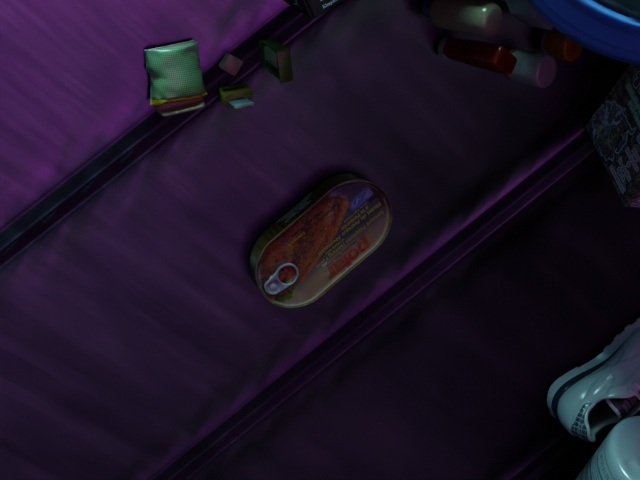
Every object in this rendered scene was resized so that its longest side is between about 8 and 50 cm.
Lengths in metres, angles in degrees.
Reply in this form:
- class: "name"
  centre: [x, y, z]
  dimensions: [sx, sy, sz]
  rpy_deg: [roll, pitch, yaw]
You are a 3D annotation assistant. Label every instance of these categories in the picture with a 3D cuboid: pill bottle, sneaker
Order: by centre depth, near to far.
- class: "pill bottle"
  centre: [0.404, 0.383, 1.858]
  dimensions: [0.161, 0.161, 0.283]
  rpy_deg: [2, 135, -24]
- class: "sneaker"
  centre: [0.425, 0.187, 1.862]
  dimensions: [0.235, 0.095, 0.090]
  rpy_deg: [-38, 120, -5]

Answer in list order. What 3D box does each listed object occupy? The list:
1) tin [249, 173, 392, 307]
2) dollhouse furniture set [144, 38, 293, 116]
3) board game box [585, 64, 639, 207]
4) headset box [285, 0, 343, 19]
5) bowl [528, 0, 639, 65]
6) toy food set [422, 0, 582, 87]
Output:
- class: "tin"
  centre: [0.000, 0.000, 1.630]
  dimensions: [0.190, 0.040, 0.106]
  rpy_deg: [-40, 118, -3]
- class: "dollhouse furniture set"
  centre: [-0.111, -0.179, 1.489]
  dimensions: [0.152, 0.058, 0.076]
  rpy_deg: [-14, 117, -17]
- class: "board game box"
  centre: [0.505, -0.175, 1.641]
  dimensions: [0.232, 0.141, 0.291]
  rpy_deg: [5, 137, -26]
- class: "headset box"
  centre: [0.006, -0.414, 1.405]
  dimensions: [0.218, 0.110, 0.293]
  rpy_deg: [-33, 121, -7]
- class: "bowl"
  centre: [0.381, -0.377, 1.458]
  dimensions: [0.391, 0.077, 0.391]
  rpy_deg: [-1, 77, 4]
- class: "toy food set"
  centre: [0.200, -0.253, 1.589]
  dimensions: [0.232, 0.104, 0.111]
  rpy_deg: [22, 89, -48]
